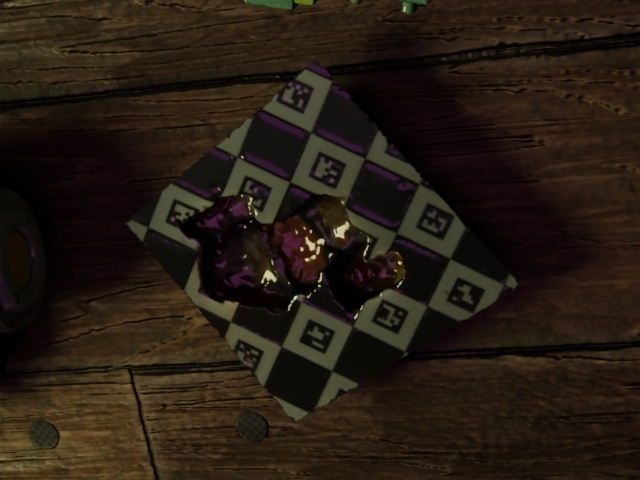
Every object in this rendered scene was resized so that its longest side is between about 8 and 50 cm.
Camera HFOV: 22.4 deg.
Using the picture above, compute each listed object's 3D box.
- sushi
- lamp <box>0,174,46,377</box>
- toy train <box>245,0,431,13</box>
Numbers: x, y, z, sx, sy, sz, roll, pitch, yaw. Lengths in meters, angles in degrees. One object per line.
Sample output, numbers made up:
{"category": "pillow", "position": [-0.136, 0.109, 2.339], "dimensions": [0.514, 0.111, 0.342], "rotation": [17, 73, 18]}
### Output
{"category": "sushi", "position": [0.000, 0.000, 1.623], "dimensions": [0.292, 0.059, 0.294], "rotation": [-36, 99, 25]}
{"category": "lamp", "position": [-0.426, 0.023, 1.665], "dimensions": [0.272, 0.205, 0.374], "rotation": [-24, 120, 28]}
{"category": "toy train", "position": [0.029, -0.274, 1.496], "dimensions": [0.200, 0.083, 0.132], "rotation": [10, 125, 11]}
